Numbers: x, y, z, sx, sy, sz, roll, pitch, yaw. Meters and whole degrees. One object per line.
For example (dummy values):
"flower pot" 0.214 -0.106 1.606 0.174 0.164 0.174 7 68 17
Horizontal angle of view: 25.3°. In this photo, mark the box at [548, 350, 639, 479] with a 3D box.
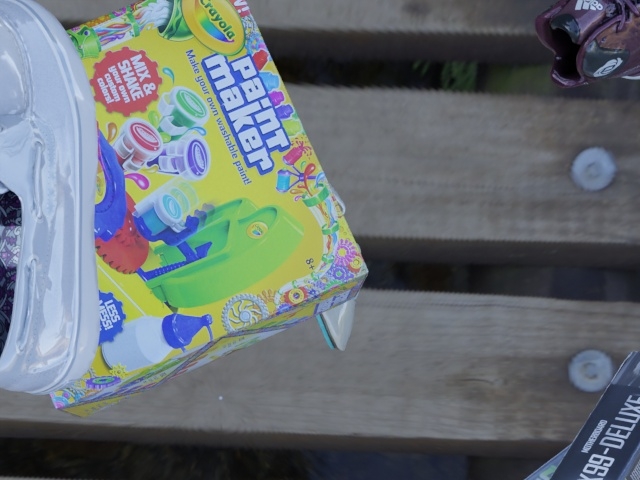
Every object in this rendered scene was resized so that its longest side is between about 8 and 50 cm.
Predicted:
"box" 0.337 0.299 1.393 0.242 0.076 0.307 -51 122 -28

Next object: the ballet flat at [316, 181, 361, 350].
"ballet flat" 0.000 0.000 1.571 0.086 0.086 0.248 -25 98 -6

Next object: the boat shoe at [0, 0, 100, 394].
"boat shoe" -0.142 -0.024 0.632 0.066 0.063 0.184 -5 82 26

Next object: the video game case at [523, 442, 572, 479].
"video game case" 0.310 0.337 1.670 0.173 0.022 0.190 -32 49 -23

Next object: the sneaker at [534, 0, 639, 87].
"sneaker" 0.275 -0.226 1.206 0.162 0.281 0.106 -24 59 -34

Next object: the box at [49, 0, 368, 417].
"box" -0.146 -0.035 1.244 0.279 0.177 0.290 -24 82 -6
